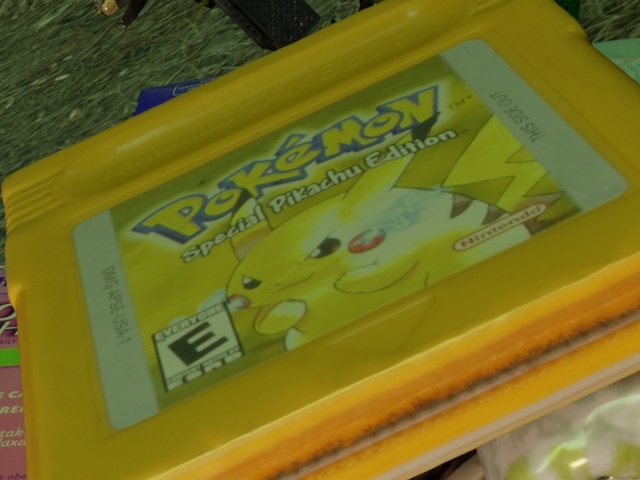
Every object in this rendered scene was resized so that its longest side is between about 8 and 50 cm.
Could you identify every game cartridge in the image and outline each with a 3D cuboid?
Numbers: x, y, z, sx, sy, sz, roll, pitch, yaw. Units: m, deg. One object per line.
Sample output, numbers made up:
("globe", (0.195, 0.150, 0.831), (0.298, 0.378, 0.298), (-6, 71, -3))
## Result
("game cartridge", (0.001, -0.009, 0.673), (0.285, 0.053, 0.324), (-25, 30, -1))

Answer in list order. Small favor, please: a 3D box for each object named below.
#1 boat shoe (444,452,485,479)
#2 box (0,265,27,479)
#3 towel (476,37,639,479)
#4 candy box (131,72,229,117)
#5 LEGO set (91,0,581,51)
("boat shoe", (0.051, 0.215, 0.594), (0.096, 0.117, 0.324), (-2, 42, 41))
("box", (-0.119, 0.160, 0.743), (0.117, 0.214, 0.243), (-4, 28, 1))
("towel", (0.235, -0.011, 0.688), (0.374, 0.090, 0.320), (-10, 27, 1))
("candy box", (0.000, 0.000, 0.970), (0.268, 0.122, 0.317), (-10, 29, 11))
("LEGO set", (0.012, -0.198, 1.192), (0.255, 0.331, 0.192), (-57, 26, -3))
